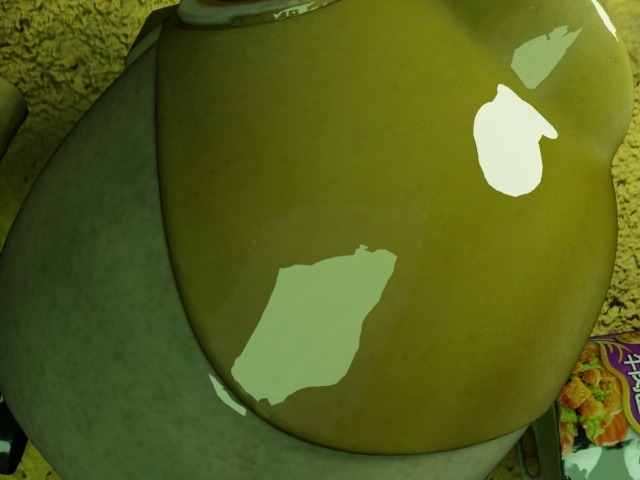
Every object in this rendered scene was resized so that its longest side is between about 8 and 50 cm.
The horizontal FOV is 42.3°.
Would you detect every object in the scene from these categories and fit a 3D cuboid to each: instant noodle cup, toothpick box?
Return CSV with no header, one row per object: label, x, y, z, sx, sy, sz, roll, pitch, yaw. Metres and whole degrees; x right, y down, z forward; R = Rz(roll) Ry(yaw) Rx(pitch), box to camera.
instant noodle cup,0.307,0.200,0.826,0.190,0.251,0.251,-2,106,1
toothpick box,0.000,0.000,0.631,0.409,0.409,0.425,41,90,-16

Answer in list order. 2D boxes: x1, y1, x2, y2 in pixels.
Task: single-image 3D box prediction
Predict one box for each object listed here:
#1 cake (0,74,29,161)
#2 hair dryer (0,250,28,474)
cake,-0.362,-0.173,0.598,0.332,0.332,0.321,20,76,-13
hair dryer,-0.325,0.101,0.789,0.114,0.070,0.248,12,100,-12
